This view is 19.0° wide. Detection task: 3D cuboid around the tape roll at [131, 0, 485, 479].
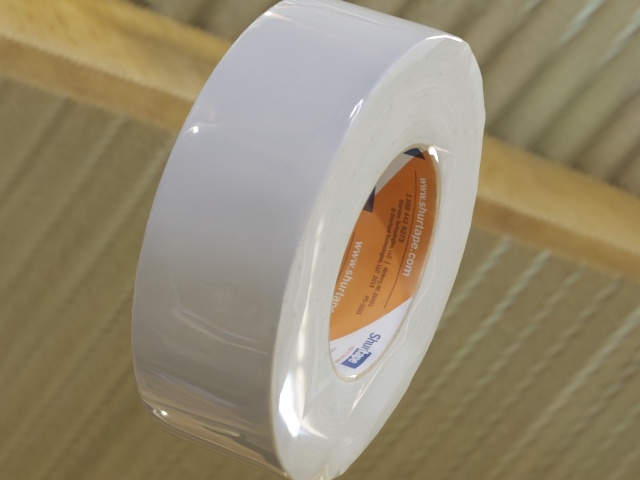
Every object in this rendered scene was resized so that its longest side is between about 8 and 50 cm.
[{"bbox_3d":[0.000,0.000,0.886,0.219,0.072,0.219,-49,-31,-43],"label":"tape roll"}]
